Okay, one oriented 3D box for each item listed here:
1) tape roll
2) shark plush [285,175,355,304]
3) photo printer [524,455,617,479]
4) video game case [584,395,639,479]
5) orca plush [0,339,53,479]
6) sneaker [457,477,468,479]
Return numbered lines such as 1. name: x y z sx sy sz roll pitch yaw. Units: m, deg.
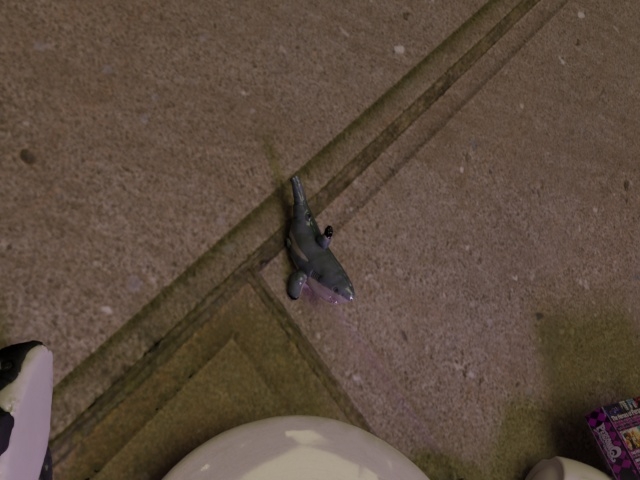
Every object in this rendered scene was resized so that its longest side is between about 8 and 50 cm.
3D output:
1. tape roll: -0.020 0.371 0.975 0.392 0.072 0.392 8 64 -17
2. shark plush: 0.000 0.000 1.183 0.073 0.067 0.161 0 77 -39
3. photo printer: 0.354 0.461 1.293 0.256 0.107 0.307 35 57 -15
4. video game case: 0.499 0.318 1.377 0.232 0.042 0.210 -4 61 -42
5. orca plush: -0.314 0.232 0.873 0.151 0.102 0.287 41 51 -81
6. sneaker: 0.163 0.397 1.197 0.132 0.086 0.228 40 45 -17
